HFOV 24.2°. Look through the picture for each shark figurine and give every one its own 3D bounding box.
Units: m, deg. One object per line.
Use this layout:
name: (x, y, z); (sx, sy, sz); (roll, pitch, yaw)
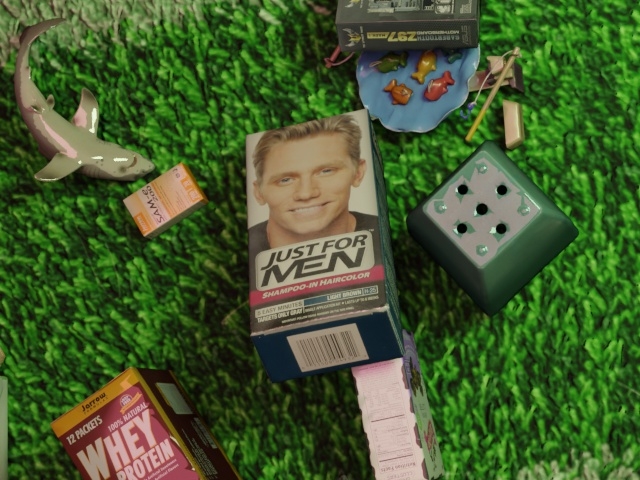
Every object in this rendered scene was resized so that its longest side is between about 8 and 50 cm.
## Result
shark figurine: (-0.376, -0.167, 2.066); (0.166, 0.116, 0.278); (-33, 86, -29)

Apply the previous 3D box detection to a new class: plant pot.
plant pot: (0.208, -0.024, 1.874); (0.166, 0.234, 0.165); (-44, 78, 3)

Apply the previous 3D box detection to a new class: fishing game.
fishing game: (0.122, -0.233, 1.966); (0.264, 0.041, 0.189); (36, 96, 34)

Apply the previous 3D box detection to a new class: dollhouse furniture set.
dollhouse furniture set: (0.219, -0.177, 1.973); (0.081, 0.091, 0.114); (-7, 83, 24)

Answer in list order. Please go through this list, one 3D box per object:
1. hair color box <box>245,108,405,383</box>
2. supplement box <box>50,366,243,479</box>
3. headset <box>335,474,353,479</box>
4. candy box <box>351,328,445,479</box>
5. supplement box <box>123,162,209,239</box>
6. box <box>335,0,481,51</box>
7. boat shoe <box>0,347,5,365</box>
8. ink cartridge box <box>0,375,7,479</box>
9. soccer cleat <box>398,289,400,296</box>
hair color box: (0.000, 0.000, 1.885); (0.173, 0.105, 0.347); (-12, 46, 8)
supplement box: (-0.219, 0.279, 1.935); (0.129, 0.194, 0.191); (-35, 79, 5)
headset: (0.151, 0.440, 1.812); (0.394, 0.243, 0.185); (34, 131, 3)
candy box: (0.096, 0.215, 1.902); (0.070, 0.165, 0.196); (-14, 82, 10)
supplement box: (-0.212, -0.054, 2.051); (0.098, 0.036, 0.062); (-33, 79, 5)
box: (0.121, -0.350, 1.963); (0.183, 0.059, 0.233); (0, 53, 9)
boat shoe: (-0.487, 0.103, 2.069); (0.059, 0.063, 0.170); (-43, 78, 9)
ink cartridge box: (-0.614, 0.287, 2.041); (0.353, 0.119, 0.207); (-1, 84, 9)
soccer cleat: (0.029, 0.109, 1.981); (0.179, 0.060, 0.072); (-45, 80, 0)
